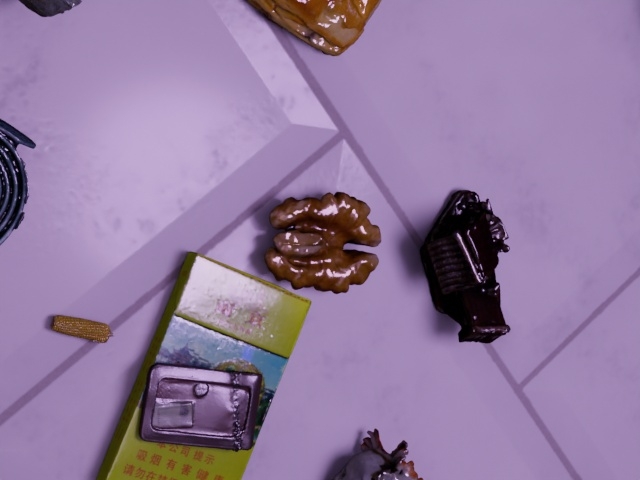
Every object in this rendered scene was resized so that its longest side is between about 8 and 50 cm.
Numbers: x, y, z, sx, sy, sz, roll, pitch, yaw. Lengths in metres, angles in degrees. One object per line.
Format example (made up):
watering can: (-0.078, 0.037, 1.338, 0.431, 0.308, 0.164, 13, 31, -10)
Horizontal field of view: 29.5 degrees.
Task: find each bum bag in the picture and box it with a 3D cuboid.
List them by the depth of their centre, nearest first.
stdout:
bum bag: (-0.159, 0.221, 1.611, 0.159, 0.026, 0.109, 9, 91, -20)

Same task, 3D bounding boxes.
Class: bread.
bread: (-0.010, -0.383, 1.623, 0.235, 0.099, 0.210, 31, 83, -25)

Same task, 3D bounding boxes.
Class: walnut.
walnut: (0.000, 0.000, 1.685, 0.170, 0.069, 0.143, 7, 94, -24)

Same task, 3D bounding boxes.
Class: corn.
corn: (-0.308, 0.115, 1.576, 0.083, 0.027, 0.028, 14, 92, -23)

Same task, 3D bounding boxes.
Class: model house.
model house: (0.224, 0.047, 1.743, 0.141, 0.164, 0.203, -26, 107, -15)

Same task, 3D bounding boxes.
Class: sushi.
sushi: (0.047, 0.432, 1.719, 0.130, 0.124, 0.332, 32, 84, -32)

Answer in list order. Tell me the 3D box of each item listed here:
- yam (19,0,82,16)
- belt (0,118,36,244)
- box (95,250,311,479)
yam: (-0.369, -0.379, 1.430, 0.254, 0.154, 0.154, 37, 80, -17)
belt: (-0.462, -0.063, 1.438, 0.267, 0.116, 0.206, -24, 108, -18)
box: (-0.155, 0.201, 1.646, 0.187, 0.047, 0.335, 24, 84, -24)
